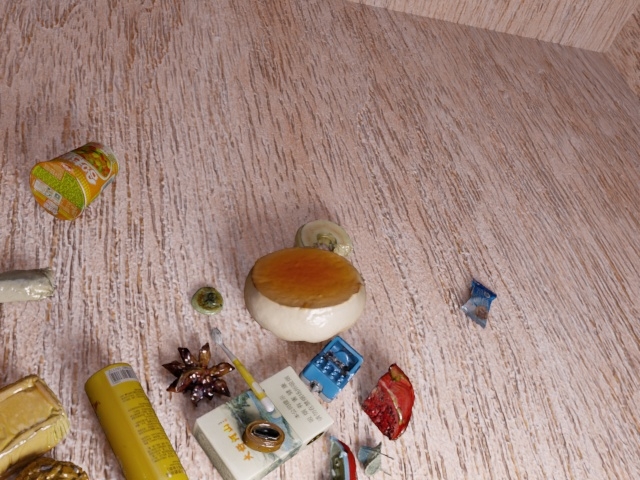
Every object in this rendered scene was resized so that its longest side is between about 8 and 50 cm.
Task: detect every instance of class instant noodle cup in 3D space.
[{"bbox_3d":[-0.612,-0.166,1.707,0.168,0.168,0.185,27,37,4],"label":"instant noodle cup"}]

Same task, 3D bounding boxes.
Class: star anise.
[{"bbox_3d":[-0.267,0.296,1.477,0.167,0.057,0.168,18,37,-14],"label":"star anise"}]

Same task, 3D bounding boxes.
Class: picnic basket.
[{"bbox_3d":[0.122,0.478,1.460,0.083,0.065,0.083,14,36,22],"label":"picnic basket"}]

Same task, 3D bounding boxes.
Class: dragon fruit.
[{"bbox_3d":[0.184,0.360,1.553,0.127,0.121,0.161,44,43,12],"label":"dragon fruit"}]

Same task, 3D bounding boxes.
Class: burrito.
[{"bbox_3d":[-0.729,0.104,1.468,0.275,0.059,0.082,-5,44,-26],"label":"burrito"}]

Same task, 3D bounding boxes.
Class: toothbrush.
[{"bbox_3d":[-0.177,0.278,1.481,0.021,0.024,0.288,-15,36,-30],"label":"toothbrush"}]

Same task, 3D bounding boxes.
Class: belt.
[{"bbox_3d":[-0.114,0.394,1.357,0.083,0.036,0.059,15,44,-12],"label":"belt"}]

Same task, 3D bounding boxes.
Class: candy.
[{"bbox_3d":[0.444,0.176,1.890,0.088,0.038,0.136,37,52,-5],"label":"candy"}]

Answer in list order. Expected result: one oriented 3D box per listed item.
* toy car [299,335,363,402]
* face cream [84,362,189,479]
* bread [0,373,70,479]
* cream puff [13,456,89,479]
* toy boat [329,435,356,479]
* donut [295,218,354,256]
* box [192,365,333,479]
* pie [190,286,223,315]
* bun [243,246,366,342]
[{"bbox_3d":[0.035,0.285,1.543,0.097,0.100,0.191,41,25,8],"label":"toy car"},{"bbox_3d":[-0.345,0.406,1.305,0.105,0.105,0.349,-18,58,-34],"label":"face cream"},{"bbox_3d":[-0.610,0.363,1.229,0.288,0.119,0.152,-30,68,-38],"label":"bread"},{"bbox_3d":[-0.482,0.453,1.206,0.143,0.103,0.126,24,43,-7],"label":"cream puff"},{"bbox_3d":[0.037,0.494,1.401,0.058,0.069,0.173,16,49,-19],"label":"toy boat"},{"bbox_3d":[0.002,-0.003,1.856,0.165,0.065,0.108,0,49,-21],"label":"donut"},{"bbox_3d":[-0.120,0.397,1.428,0.256,0.069,0.164,-24,61,-37],"label":"box"},{"bbox_3d":[-0.274,0.146,1.635,0.084,0.021,0.084,11,46,-12],"label":"pie"},{"bbox_3d":[-0.034,0.148,1.617,0.298,0.165,0.299,2,32,-1],"label":"bun"}]
